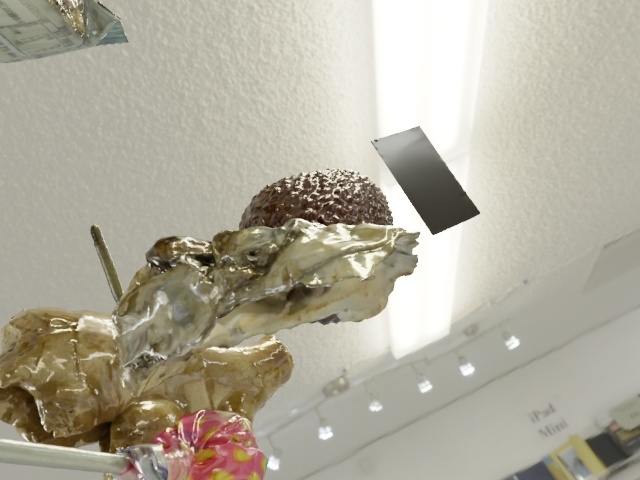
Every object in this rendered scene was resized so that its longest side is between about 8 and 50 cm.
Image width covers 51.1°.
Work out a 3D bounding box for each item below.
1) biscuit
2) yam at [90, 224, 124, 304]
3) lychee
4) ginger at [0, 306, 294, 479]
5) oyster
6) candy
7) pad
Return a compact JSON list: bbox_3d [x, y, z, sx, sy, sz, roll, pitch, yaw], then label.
[{"bbox_3d":[-0.317,-0.233,0.611,0.186,0.079,0.309,-9,-3,2],"label":"biscuit"},{"bbox_3d":[-0.228,0.033,0.725,0.014,0.107,0.014,-22,-6,-2],"label":"yam"},{"bbox_3d":[-0.002,0.006,0.789,0.194,0.194,0.194,-21,-33,-14],"label":"lychee"},{"bbox_3d":[-0.185,0.170,0.788,0.375,0.236,0.166,3,-75,-20],"label":"ginger"},{"bbox_3d":[-0.042,0.030,0.488,0.232,0.107,0.161,-20,-24,-2],"label":"oyster"},{"bbox_3d":[-0.159,0.188,0.566,0.124,0.124,0.365,-34,-31,7],"label":"candy"},{"bbox_3d":[0.224,-0.132,1.417,0.163,0.243,0.004,-22,-17,-36],"label":"pad"}]
